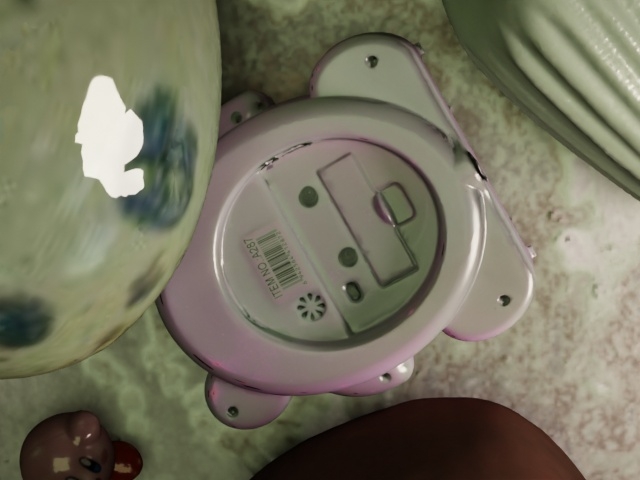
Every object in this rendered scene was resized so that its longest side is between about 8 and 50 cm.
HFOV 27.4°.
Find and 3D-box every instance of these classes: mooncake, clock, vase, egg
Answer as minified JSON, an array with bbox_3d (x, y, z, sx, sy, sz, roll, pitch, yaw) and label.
[{"bbox_3d":[0.069,0.268,0.898,0.333,0.174,0.326,21,103,-4],"label":"mooncake"},{"bbox_3d":[0.000,0.000,0.900,0.247,0.090,0.228,-29,96,9],"label":"clock"},{"bbox_3d":[0.192,-0.110,0.856,0.128,0.128,0.248,-42,104,9],"label":"vase"},{"bbox_3d":[-0.228,-0.125,0.758,0.345,0.345,0.428,-30,88,8],"label":"egg"}]

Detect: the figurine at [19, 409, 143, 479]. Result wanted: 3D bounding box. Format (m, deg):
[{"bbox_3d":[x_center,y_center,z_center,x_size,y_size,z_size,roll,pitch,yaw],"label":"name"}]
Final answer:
[{"bbox_3d":[-0.183,0.160,0.947,0.083,0.071,0.067,-47,52,2],"label":"figurine"}]
